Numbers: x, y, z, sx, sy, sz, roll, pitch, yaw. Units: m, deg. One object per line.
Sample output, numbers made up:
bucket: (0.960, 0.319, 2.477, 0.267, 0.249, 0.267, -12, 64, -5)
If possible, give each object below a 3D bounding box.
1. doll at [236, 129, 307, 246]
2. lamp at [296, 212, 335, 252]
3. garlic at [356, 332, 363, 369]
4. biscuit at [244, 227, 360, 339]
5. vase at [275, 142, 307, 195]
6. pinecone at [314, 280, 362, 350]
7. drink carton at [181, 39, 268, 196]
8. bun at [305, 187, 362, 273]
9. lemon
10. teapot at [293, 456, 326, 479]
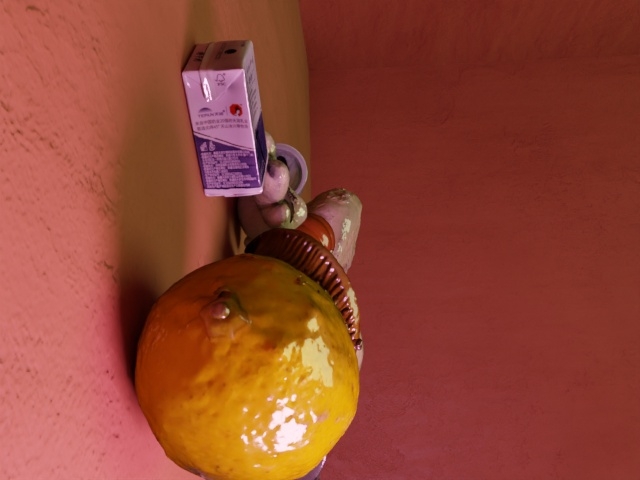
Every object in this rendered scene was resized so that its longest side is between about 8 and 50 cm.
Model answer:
doll: (-0.093, -0.101, 1.301, 0.278, 0.149, 0.175, 105, -6, -64)
lamp: (-0.056, 0.029, 1.757, 0.223, 0.196, 0.223, -52, 169, -15)
garlic: (0.020, 0.313, 1.878, 0.286, 0.249, 0.313, 60, 35, -47)
biscuit: (-0.051, 0.130, 1.256, 0.040, 0.318, 0.318, -22, 116, -43)
vase: (-0.100, -0.158, 1.666, 0.299, 0.143, 0.143, -30, 118, -89)
pinecone: (-0.061, 0.166, 1.086, 0.264, 0.264, 0.264, -2, 90, -87)
drink carton: (-0.149, -0.200, 1.060, 0.134, 0.102, 0.222, -85, 173, -55)
bun: (0.000, 0.000, 2.084, 0.326, 0.234, 0.362, 65, 47, -67)
lemon: (-0.082, 0.143, 0.729, 0.310, 0.253, 0.253, 71, 15, -56)
teapot: (-0.078, 0.363, 1.371, 0.270, 0.200, 0.337, 61, 5, 1)
